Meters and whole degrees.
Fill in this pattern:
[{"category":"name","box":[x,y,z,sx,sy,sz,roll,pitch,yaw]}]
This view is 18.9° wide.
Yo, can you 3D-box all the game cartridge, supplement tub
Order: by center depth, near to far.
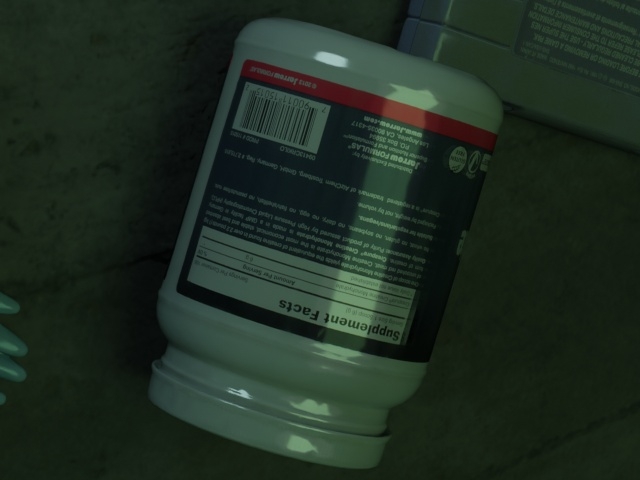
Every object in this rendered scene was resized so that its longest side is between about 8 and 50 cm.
[{"category":"supplement tub","box":[0.000,0.000,1.305,0.191,0.191,0.272,14,94,-39]},{"category":"game cartridge","box":[0.224,-0.195,1.506,0.355,0.068,0.230,14,98,-39]}]

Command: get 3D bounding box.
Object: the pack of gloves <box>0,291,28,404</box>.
[{"category":"pack of gloves","box":[-0.300,0.090,1.212,0.232,0.046,0.195,33,68,-38]}]
